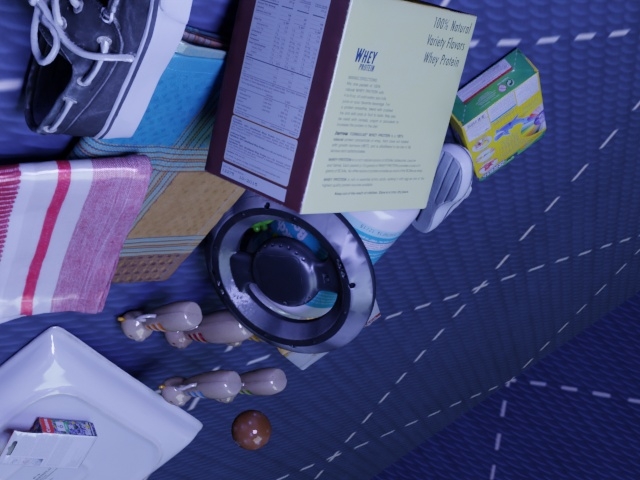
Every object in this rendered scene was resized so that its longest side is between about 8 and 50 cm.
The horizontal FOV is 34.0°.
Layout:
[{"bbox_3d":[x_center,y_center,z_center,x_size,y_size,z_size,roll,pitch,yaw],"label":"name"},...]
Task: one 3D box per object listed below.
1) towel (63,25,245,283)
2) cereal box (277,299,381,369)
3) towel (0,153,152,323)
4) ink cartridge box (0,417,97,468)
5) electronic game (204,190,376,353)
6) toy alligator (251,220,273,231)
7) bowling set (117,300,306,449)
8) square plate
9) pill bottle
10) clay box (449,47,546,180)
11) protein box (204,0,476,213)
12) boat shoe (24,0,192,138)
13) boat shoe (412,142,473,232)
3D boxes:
[{"bbox_3d":[-0.169,-0.074,1.119,0.271,0.040,0.370,0,141,-52],"label":"towel"},{"bbox_3d":[0.014,0.138,1.715,0.173,0.047,0.240,-34,166,-1],"label":"cereal box"},{"bbox_3d":[-0.339,0.015,1.005,0.329,0.037,0.237,-8,145,-32],"label":"towel"},{"bbox_3d":[-0.349,0.257,1.328,0.115,0.029,0.063,14,120,-38],"label":"ink cartridge box"},{"bbox_3d":[-0.040,0.037,1.264,0.229,0.229,0.048,-54,175,38],"label":"electronic game"},{"bbox_3d":[-0.074,-0.037,1.293,0.056,0.051,0.190,-11,147,-43],"label":"toy alligator"},{"bbox_3d":[-0.149,0.186,1.421,0.154,0.200,0.287,-12,164,37],"label":"bowling set"},{"bbox_3d":[-0.375,0.303,1.411,0.347,0.049,0.344,-38,137,5],"label":"square plate"},{"bbox_3d":[0.000,0.000,1.346,0.146,0.146,0.264,-5,143,-49],"label":"pill bottle"},{"bbox_3d":[0.250,-0.169,1.475,0.127,0.053,0.222,-36,158,2],"label":"clay box"},{"bbox_3d":[0.020,-0.144,1.013,0.199,0.136,0.201,-5,114,-49],"label":"protein box"},{"bbox_3d":[-0.178,-0.180,0.815,0.104,0.113,0.306,-7,160,-26],"label":"boat shoe"},{"bbox_3d":[0.182,-0.091,1.523,0.076,0.083,0.226,-38,171,-22],"label":"boat shoe"}]
